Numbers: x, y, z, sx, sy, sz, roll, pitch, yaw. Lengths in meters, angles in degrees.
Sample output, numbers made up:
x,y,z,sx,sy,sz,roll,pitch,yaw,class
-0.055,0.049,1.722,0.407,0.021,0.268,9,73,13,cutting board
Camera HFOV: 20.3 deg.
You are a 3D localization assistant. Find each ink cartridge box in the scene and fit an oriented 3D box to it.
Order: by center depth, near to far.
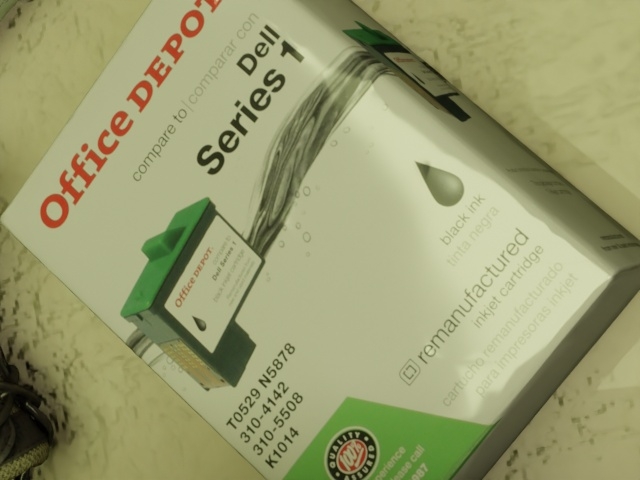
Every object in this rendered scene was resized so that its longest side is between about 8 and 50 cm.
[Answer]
x,y,z,sx,sy,sz,roll,pitch,yaw,class
0.000,0.000,0.732,0.219,0.092,0.160,41,106,16,ink cartridge box

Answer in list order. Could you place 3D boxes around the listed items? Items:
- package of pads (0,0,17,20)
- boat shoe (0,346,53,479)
x,y,z,sx,sy,sz,roll,pitch,yaw,class
-0.216,-0.239,0.811,0.229,0.101,0.296,-46,76,19,package of pads
-0.165,0.093,0.805,0.092,0.103,0.285,2,96,17,boat shoe
